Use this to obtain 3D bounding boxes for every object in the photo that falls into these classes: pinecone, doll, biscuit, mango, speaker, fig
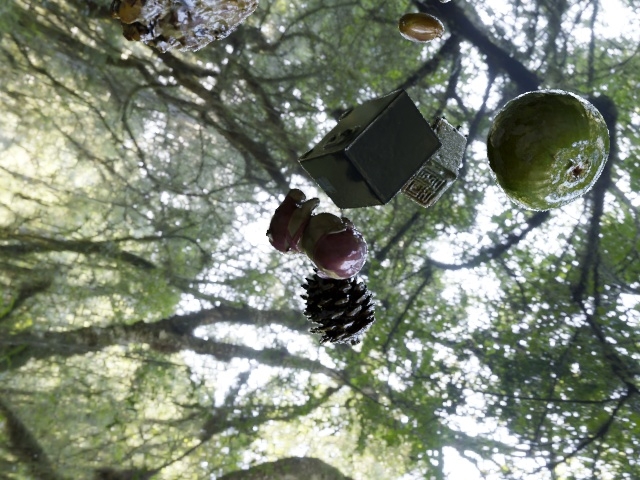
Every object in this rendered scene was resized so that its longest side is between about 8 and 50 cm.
[{"bbox_3d":[0.055,0.198,1.826,0.224,0.224,0.272,-17,-86,47],"label":"pinecone"},{"bbox_3d":[0.002,-0.003,1.398,0.256,0.196,0.152,29,-96,34],"label":"doll"},{"bbox_3d":[-0.231,-0.451,1.101,0.334,0.289,0.081,-32,-106,44],"label":"biscuit"},{"bbox_3d":[0.238,-0.514,1.440,0.077,0.127,0.063,-8,-99,63],"label":"mango"},{"bbox_3d":[0.112,-0.216,1.457,0.232,0.184,0.254,-46,-161,-19],"label":"speaker"},{"bbox_3d":[0.553,-0.241,1.516,0.316,0.316,0.316,-25,-124,44],"label":"fig"}]

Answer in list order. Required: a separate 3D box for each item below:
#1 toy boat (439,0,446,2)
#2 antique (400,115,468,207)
[{"bbox_3d":[0.196,-0.627,1.179,0.121,0.321,0.089,-23,-165,6],"label":"toy boat"},{"bbox_3d":[0.340,-0.247,1.760,0.150,0.125,0.284,-52,-173,50],"label":"antique"}]
